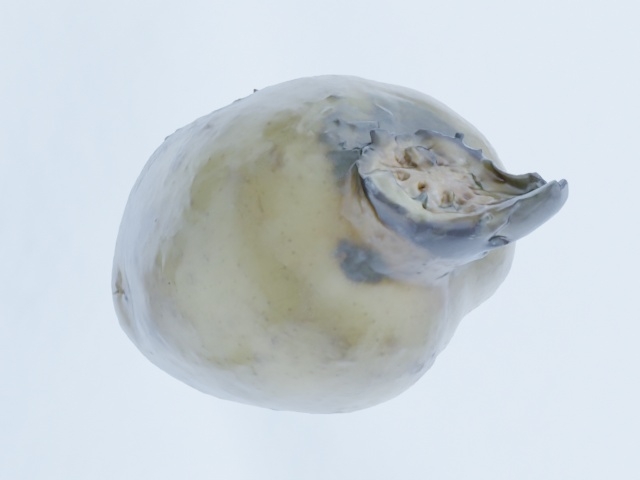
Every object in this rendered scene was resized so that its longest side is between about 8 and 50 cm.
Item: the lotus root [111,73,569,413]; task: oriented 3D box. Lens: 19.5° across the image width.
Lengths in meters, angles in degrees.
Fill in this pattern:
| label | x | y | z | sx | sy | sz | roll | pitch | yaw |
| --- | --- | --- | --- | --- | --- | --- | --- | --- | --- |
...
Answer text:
| label | x | y | z | sx | sy | sz | roll | pitch | yaw |
| --- | --- | --- | --- | --- | --- | --- | --- | --- | --- |
| lotus root | 0.000 | 0.000 | 0.636 | 0.118 | 0.221 | 0.125 | 32 | 71 | -18 |
